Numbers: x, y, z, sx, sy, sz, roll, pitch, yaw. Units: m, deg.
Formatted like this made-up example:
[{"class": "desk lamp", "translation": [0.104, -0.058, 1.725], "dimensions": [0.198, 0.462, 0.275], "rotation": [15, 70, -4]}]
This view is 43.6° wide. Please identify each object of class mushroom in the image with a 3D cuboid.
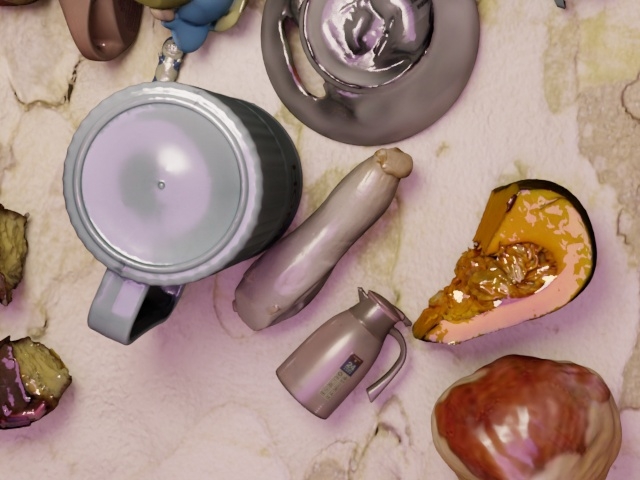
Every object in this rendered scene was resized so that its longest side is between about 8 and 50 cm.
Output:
[{"class": "mushroom", "translation": [0.001, -0.001, 1.161], "dimensions": [0.097, 0.109, 0.351], "rotation": [44, 99, 15]}]

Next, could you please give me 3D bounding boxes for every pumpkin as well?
[{"class": "pumpkin", "translation": [0.245, 0.022, 1.128], "dimensions": [0.281, 0.139, 0.190], "rotation": [-17, 97, 3]}]

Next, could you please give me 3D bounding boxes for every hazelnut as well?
[{"class": "hazelnut", "translation": [0.284, 0.285, 1.099], "dimensions": [0.261, 0.241, 0.261], "rotation": [-5, 118, -9]}]

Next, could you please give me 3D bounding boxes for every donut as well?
[{"class": "donut", "translation": [-0.536, 0.127, 1.205], "dimensions": [0.259, 0.136, 0.345], "rotation": [-16, 92, 8]}]

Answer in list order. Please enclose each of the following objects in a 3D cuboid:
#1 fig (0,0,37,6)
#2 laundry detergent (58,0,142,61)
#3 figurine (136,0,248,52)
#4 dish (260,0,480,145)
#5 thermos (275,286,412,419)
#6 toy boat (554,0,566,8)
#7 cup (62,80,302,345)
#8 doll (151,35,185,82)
[{"class": "fig", "translation": [-0.445, -0.453, 1.148], "dimensions": [0.160, 0.143, 0.230], "rotation": [23, 89, -28]}, {"class": "laundry detergent", "translation": [-0.312, -0.336, 1.095], "dimensions": [0.076, 0.237, 0.171], "rotation": [6, 97, 3]}, {"class": "figurine", "translation": [-0.189, -0.379, 1.075], "dimensions": [0.154, 0.262, 0.180], "rotation": [-13, 68, 21]}, {"class": "dish", "translation": [0.066, -0.298, 1.123], "dimensions": [0.324, 0.124, 0.324], "rotation": [0, 94, 5]}, {"class": "thermos", "translation": [0.048, 0.169, 1.179], "dimensions": [0.137, 0.105, 0.193], "rotation": [43, 92, -3]}, {"class": "toy boat", "translation": [0.278, -0.400, 1.115], "dimensions": [0.246, 0.093, 0.103], "rotation": [19, 117, 3]}, {"class": "cup", "translation": [-0.198, -0.057, 1.071], "dimensions": [0.331, 0.311, 0.256], "rotation": [-36, 91, 7]}, {"class": "doll", "translation": [-0.234, -0.246, 1.200], "dimensions": [0.037, 0.027, 0.125], "rotation": [20, 96, -5]}]
